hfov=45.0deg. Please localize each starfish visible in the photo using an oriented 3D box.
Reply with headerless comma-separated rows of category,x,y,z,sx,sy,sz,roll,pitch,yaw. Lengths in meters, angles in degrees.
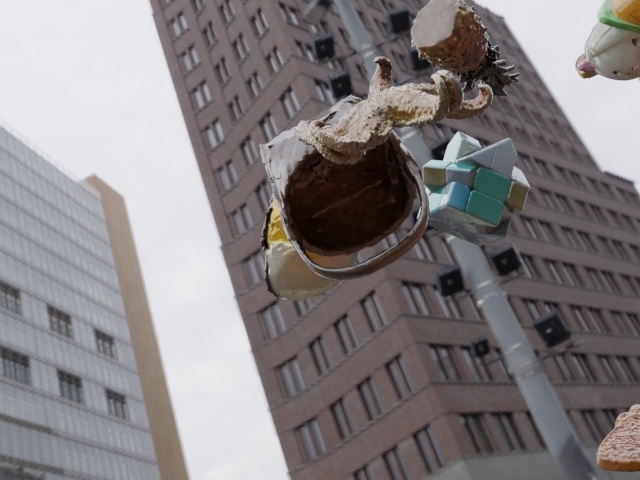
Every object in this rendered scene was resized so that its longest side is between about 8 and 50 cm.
starfish,0.106,-0.203,1.170,0.312,0.303,0.113,-15,-69,5

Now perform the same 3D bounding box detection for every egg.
egg,0.000,0.000,1.954,0.201,0.337,0.337,5,-21,25

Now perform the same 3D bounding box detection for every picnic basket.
picnic basket,0.068,-0.065,1.490,0.293,0.337,0.337,-29,-31,2

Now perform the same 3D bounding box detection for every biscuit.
biscuit,0.512,0.290,1.129,0.280,0.043,0.183,-14,13,-27

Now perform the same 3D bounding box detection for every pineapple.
pineapple,0.369,-0.455,1.894,0.169,0.169,0.340,-38,-39,27

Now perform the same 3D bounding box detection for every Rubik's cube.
Rubik's cube,0.346,-0.127,1.790,0.265,0.213,0.224,21,-14,-12

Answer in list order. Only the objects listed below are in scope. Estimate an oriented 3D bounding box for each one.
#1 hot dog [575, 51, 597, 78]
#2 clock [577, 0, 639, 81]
hot dog,0.584,-0.372,1.490,0.047,0.066,0.215,17,-27,-24
clock,0.422,-0.259,0.976,0.231,0.103,0.144,1,-36,-31
